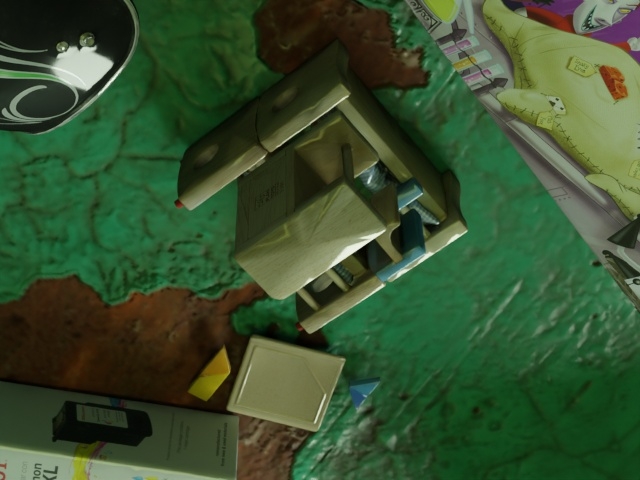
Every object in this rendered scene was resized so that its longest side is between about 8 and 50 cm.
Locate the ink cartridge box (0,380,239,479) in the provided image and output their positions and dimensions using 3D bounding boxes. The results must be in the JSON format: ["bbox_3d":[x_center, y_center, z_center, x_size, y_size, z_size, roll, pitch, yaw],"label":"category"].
[{"bbox_3d":[-0.153,0.179,1.067,0.175,0.072,0.127,9,121,-6],"label":"ink cartridge box"}]

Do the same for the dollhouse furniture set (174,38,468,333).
[{"bbox_3d":[0.000,0.000,0.898,0.129,0.184,0.129,-35,115,18],"label":"dollhouse furniture set"}]

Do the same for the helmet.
[{"bbox_3d":[-0.188,-0.148,0.822,0.161,0.169,0.169,31,117,-36],"label":"helmet"}]

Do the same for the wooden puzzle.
[{"bbox_3d":[-0.025,0.097,1.055,0.116,0.014,0.078,21,123,-12],"label":"wooden puzzle"}]

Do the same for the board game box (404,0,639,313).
[{"bbox_3d":[0.207,-0.080,0.883,0.208,0.056,0.347,-20,122,38],"label":"board game box"}]
